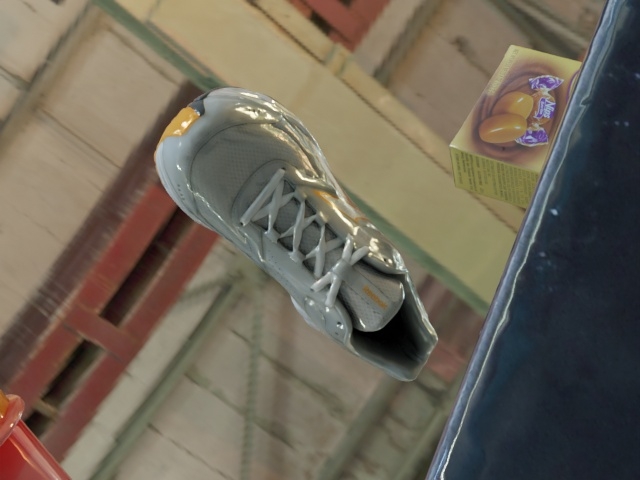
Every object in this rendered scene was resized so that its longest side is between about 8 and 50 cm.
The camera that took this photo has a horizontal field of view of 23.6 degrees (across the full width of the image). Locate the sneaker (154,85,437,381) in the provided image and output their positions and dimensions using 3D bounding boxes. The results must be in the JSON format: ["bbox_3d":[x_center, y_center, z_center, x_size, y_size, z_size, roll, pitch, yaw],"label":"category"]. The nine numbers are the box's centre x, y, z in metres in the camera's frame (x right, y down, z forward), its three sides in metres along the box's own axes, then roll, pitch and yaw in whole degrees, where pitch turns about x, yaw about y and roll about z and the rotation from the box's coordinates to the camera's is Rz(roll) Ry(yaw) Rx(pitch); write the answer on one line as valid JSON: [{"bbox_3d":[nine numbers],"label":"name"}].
[{"bbox_3d":[0.000,0.000,1.010,0.099,0.121,0.262,-47,-49,0],"label":"sneaker"}]

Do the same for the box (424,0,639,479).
[{"bbox_3d":[0.151,0.063,0.506,0.294,0.182,0.296,77,-147,-61],"label":"box"}]

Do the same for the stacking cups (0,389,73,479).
[{"bbox_3d":[-0.178,0.000,0.485,0.096,0.096,0.316,-44,-74,-12],"label":"stacking cups"}]

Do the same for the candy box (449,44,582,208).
[{"bbox_3d":[0.198,-0.065,1.075,0.109,0.186,0.053,-58,-27,-29],"label":"candy box"}]
